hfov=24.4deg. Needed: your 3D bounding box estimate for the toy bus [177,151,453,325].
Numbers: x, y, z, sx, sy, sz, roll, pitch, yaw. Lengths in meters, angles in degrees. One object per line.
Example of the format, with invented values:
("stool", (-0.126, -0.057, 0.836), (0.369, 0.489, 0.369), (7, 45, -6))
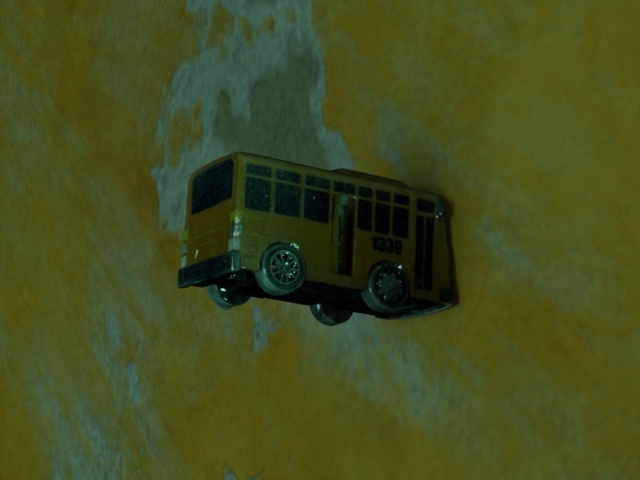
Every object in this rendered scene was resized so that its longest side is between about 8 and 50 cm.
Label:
("toy bus", (0.000, 0.000, 1.039), (0.091, 0.182, 0.103), (-19, 65, 56))
